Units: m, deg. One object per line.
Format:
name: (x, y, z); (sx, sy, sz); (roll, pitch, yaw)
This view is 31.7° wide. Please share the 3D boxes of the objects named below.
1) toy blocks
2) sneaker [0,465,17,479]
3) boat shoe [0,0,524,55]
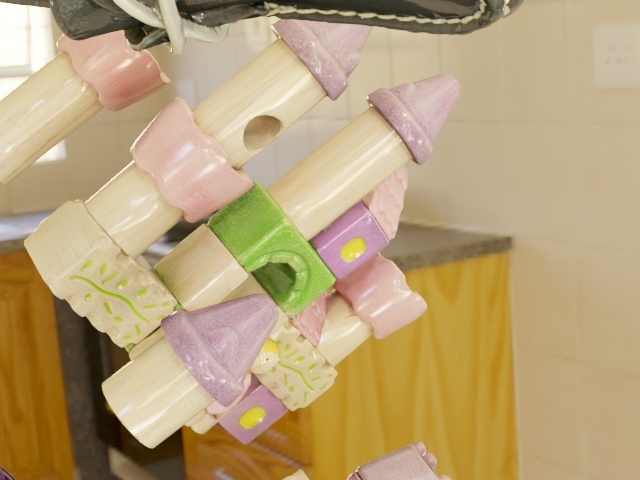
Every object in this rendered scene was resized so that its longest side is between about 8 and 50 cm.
toy blocks: (0.000, 0.000, 0.692); (0.260, 0.288, 0.309); (-38, 51, -1)
sneaker: (-0.167, 0.206, 0.624); (0.083, 0.098, 0.224); (-31, 42, -17)
boat shoe: (-0.071, -0.110, 0.396); (0.302, 0.091, 0.114); (17, -15, 22)
